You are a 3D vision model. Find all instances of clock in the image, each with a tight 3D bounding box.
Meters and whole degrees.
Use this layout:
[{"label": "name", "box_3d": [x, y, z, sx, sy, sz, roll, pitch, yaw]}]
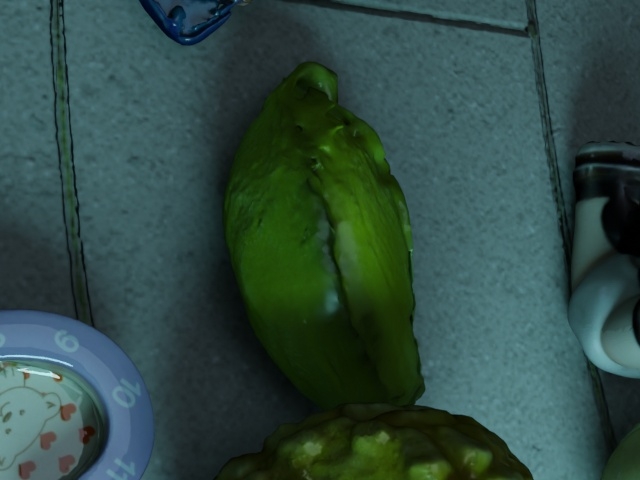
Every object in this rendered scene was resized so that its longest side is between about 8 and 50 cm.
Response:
[{"label": "clock", "box_3d": [-0.198, 0.122, 0.644, 0.172, 0.064, 0.198, 39, 62, -14]}]

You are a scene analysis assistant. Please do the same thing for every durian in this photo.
[{"label": "durian", "box_3d": [0.000, 0.000, 0.769, 0.139, 0.101, 0.250, -5, 77, -65]}]

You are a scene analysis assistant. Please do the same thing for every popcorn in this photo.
[{"label": "popcorn", "box_3d": [0.028, 0.189, 0.673, 0.218, 0.189, 0.169, -19, 48, 6]}]

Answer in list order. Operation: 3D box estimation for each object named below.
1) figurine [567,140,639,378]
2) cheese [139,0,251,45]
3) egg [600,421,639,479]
[{"label": "figurine", "box_3d": [0.358, 0.041, 0.892, 0.323, 0.196, 0.320, 10, 32, -15]}, {"label": "cheese", "box_3d": [0.000, -0.265, 0.822, 0.329, 0.129, 0.217, -39, 100, -19]}, {"label": "egg", "box_3d": [0.293, 0.202, 0.832, 0.201, 0.164, 0.164, 25, 66, -15]}]
